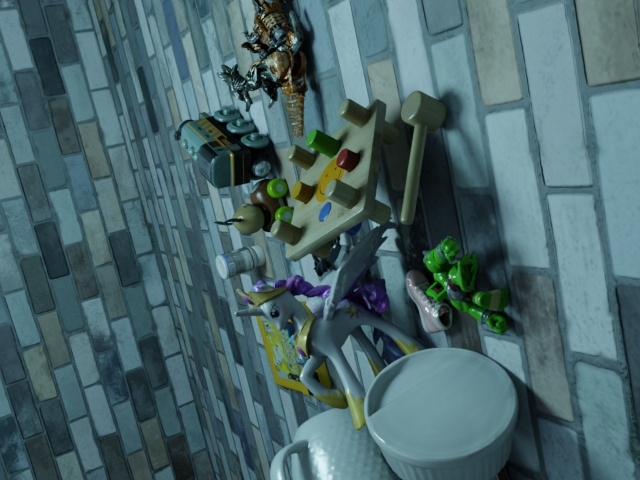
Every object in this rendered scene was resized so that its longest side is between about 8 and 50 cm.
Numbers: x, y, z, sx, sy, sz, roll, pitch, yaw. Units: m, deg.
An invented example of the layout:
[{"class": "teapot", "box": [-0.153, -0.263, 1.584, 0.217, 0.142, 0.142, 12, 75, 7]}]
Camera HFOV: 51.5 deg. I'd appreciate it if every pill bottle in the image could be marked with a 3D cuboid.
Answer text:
[{"class": "pill bottle", "box": [-0.243, 0.063, 2.030, 0.078, 0.137, 0.078, 39, 138, 46]}]

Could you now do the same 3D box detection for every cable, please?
[{"class": "cable", "box": [0.000, 0.000, 1.612, 0.184, 0.047, 0.150, 107, 149, -49]}]

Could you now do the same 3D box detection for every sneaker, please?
[{"class": "sneaker", "box": [0.217, 0.116, 1.292, 0.070, 0.051, 0.134, -18, 93, 62]}]

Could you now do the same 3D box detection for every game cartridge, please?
[{"class": "game cartridge", "box": [-0.088, 0.318, 1.988, 0.324, 0.053, 0.285, -8, 99, 63]}]

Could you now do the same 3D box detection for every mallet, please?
[{"class": "mallet", "box": [-0.049, 0.408, 1.894, 0.190, 0.039, 0.062, -26, 80, 65]}]

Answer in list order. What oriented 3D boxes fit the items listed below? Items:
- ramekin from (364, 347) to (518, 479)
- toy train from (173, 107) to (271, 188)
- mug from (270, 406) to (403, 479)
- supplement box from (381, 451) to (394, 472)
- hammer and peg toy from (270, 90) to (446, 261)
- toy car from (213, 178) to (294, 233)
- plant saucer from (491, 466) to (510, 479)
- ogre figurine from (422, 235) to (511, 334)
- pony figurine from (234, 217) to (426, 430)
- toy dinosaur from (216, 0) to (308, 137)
[{"class": "ramekin", "box": [0.221, 0.327, 1.193, 0.273, 0.273, 0.127, 33, 145, 52]}, {"class": "toy train", "box": [-0.270, -0.258, 1.823, 0.334, 0.190, 0.142, 44, 139, 43]}, {"class": "mug", "box": [0.038, 0.580, 1.572, 0.276, 0.374, 0.328, -45, 52, 28]}, {"class": "supplement box", "box": [0.194, 0.473, 1.511, 0.056, 0.083, 0.083, 54, 149, 30]}, {"class": "hammer and peg toy", "box": [0.054, -0.124, 1.201, 0.361, 0.127, 0.265, -31, 41, 49]}, {"class": "toy car", "box": [-0.190, -0.078, 1.787, 0.155, 0.189, 0.148, -10, 97, 63]}, {"class": "plant saucer", "box": [0.296, 0.489, 1.333, 0.311, 0.050, 0.310, 171, 90, -68]}, {"class": "ogre figurine", "box": [0.244, 0.073, 1.154, 0.197, 0.096, 0.118, 33, 172, -24]}, {"class": "pony figurine", "box": [0.047, 0.154, 1.378, 0.363, 0.351, 0.303, 47, 153, 6]}, {"class": "toy dinosaur", "box": [-0.108, -0.396, 1.501, 0.218, 0.164, 0.321, -20, 66, 47]}]
